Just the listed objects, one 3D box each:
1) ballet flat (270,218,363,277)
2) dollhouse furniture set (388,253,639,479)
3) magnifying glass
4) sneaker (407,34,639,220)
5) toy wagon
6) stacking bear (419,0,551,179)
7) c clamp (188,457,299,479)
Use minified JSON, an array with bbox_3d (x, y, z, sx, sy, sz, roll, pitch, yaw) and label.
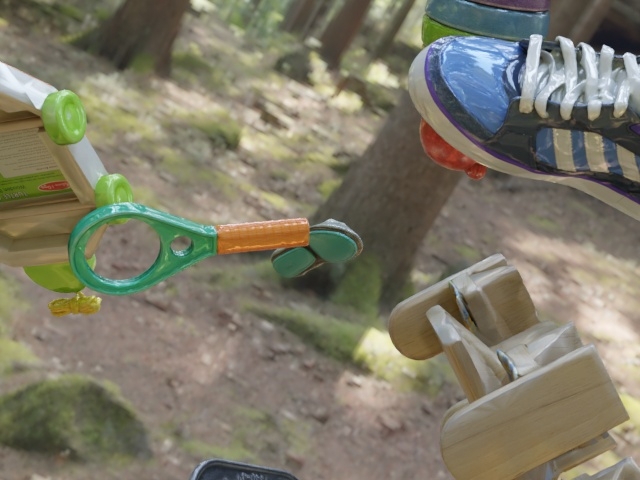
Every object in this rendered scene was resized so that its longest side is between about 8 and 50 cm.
[{"bbox_3d":[0.000,0.000,1.830,0.072,0.213,0.068,45,56,-16],"label":"ballet flat"},{"bbox_3d":[0.166,0.262,1.154,0.394,0.256,0.362,63,2,-12],"label":"dollhouse furniture set"},{"bbox_3d":[-0.124,0.003,1.187,0.231,0.092,0.026,-7,30,-17],"label":"magnifying glass"},{"bbox_3d":[0.262,-0.136,1.054,0.323,0.236,0.130,24,60,-11],"label":"sneaker"},{"bbox_3d":[-0.340,-0.049,1.378,0.068,0.267,0.344,-76,151,-42],"label":"toy wagon"},{"bbox_3d":[0.197,-0.224,1.525,0.175,0.289,0.164,27,27,38],"label":"stacking bear"},{"bbox_3d":[-0.053,0.230,0.924,0.160,0.022,0.137,13,56,-49],"label":"c clamp"}]
